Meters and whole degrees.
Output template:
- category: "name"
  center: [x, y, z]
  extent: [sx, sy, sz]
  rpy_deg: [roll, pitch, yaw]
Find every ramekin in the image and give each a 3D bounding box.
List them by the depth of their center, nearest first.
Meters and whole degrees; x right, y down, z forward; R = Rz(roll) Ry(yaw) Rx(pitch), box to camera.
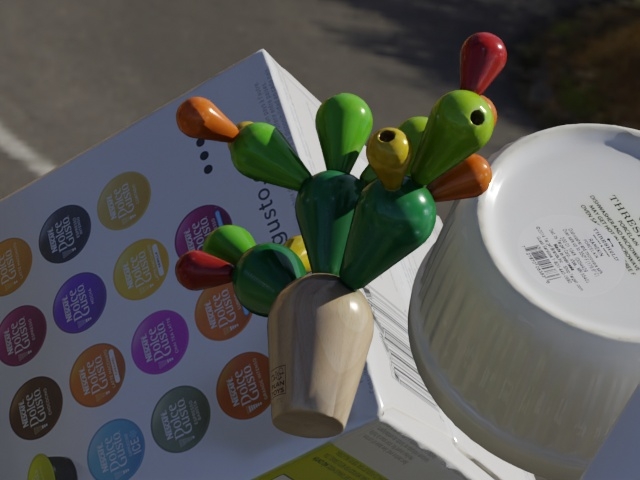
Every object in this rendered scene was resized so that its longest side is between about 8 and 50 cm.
- category: "ramekin"
  center: [0.160, 0.028, 1.002]
  extent: [0.207, 0.109, 0.207]
  rpy_deg: [4, 49, -5]

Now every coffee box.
- category: "coffee box"
  center: [-0.064, 0.119, 1.443]
  extent: [0.334, 0.337, 0.338]
  rpy_deg: [-28, -32, 16]

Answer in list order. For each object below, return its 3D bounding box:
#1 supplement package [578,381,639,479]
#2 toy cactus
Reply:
- category: "supplement package"
  center: [0.180, 0.218, 0.741]
  extent: [0.204, 0.145, 0.262]
  rpy_deg: [20, 62, 34]
- category: "toy cactus"
  center: [0.000, 0.000, 0.822]
  extent: [0.219, 0.180, 0.112]
  rpy_deg: [-19, -37, 40]
